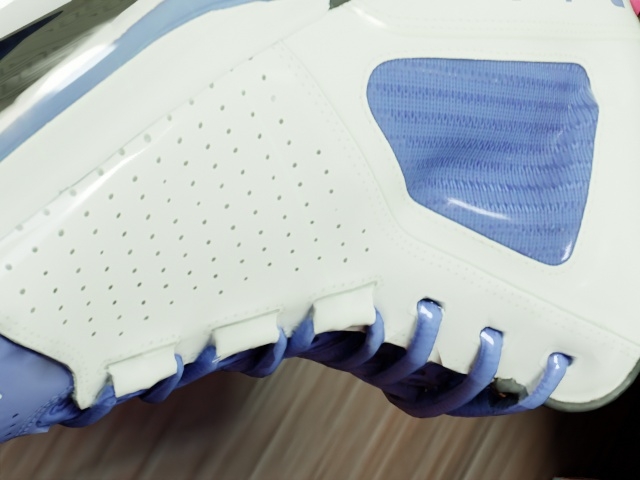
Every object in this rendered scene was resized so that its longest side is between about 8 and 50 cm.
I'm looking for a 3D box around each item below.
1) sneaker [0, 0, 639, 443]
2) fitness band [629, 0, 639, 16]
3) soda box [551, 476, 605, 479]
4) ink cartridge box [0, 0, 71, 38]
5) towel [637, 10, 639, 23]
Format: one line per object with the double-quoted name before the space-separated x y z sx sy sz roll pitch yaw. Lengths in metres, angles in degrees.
"sneaker" 0.001 -0.001 0.464 0.315 0.127 0.182 -40 108 -28
"fitness band" 0.160 -0.199 0.712 0.209 0.054 0.290 -32 111 -28
"soda box" 0.102 0.189 0.668 0.063 0.058 0.183 29 74 -29
"ink cartridge box" -0.064 -0.073 0.553 0.218 0.092 0.158 -23 100 -32
"towel" 0.263 0.016 0.744 0.370 0.040 0.271 -8 95 -42
